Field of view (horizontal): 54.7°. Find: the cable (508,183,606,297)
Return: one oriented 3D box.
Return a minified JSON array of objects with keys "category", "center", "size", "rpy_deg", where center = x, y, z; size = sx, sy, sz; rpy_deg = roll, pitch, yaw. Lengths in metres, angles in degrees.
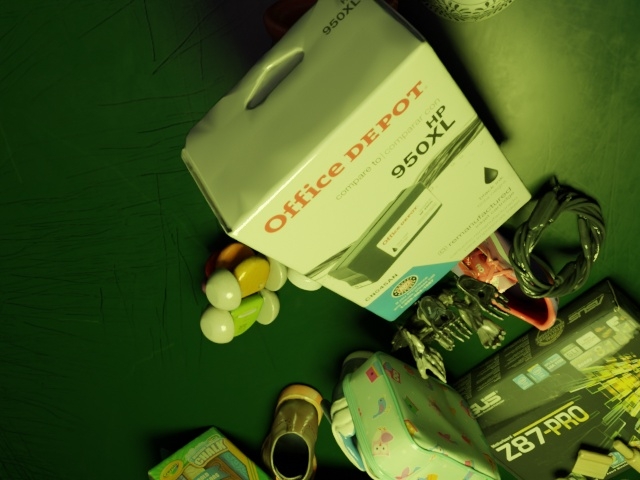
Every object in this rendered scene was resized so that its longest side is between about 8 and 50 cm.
[{"category":"cable","center":[0.376,0.013,0.982],"size":[0.150,0.047,0.185],"rpy_deg":[33,81,-23]}]

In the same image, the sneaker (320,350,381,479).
[{"category":"sneaker","center":[0.132,0.387,1.175],"size":[0.130,0.236,0.323],"rpy_deg":[-30,111,25]}]

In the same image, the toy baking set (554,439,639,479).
[{"category":"toy baking set","center":[0.549,0.470,1.154],"size":[0.256,0.030,0.197],"rpy_deg":[35,117,-12]}]

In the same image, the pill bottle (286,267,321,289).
[{"category":"pill bottle","center":[0.000,0.000,1.055],"size":[0.094,0.094,0.169],"rpy_deg":[21,121,-3]}]

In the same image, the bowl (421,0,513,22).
[{"category":"bowl","center":[0.199,-0.366,0.812],"size":[0.170,0.080,0.170],"rpy_deg":[5,122,8]}]

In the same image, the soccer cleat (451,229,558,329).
[{"category":"soccer cleat","center":[0.261,0.030,1.012],"size":[0.318,0.116,0.109],"rpy_deg":[33,120,-10]}]

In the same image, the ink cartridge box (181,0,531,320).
[{"category":"ink cartridge box","center":[0.067,-0.084,0.802],"size":[0.285,0.166,0.395],"rpy_deg":[-44,143,11]}]

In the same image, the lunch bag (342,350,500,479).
[{"category":"lunch bag","center":[0.167,0.314,1.031],"size":[0.108,0.224,0.279],"rpy_deg":[-44,127,16]}]

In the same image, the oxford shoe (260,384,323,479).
[{"category":"oxford shoe","center":[-0.075,0.482,1.330],"size":[0.129,0.133,0.364],"rpy_deg":[9,122,5]}]

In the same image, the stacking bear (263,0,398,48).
[{"category":"stacking bear","center":[0.012,-0.195,0.908],"size":[0.164,0.175,0.289],"rpy_deg":[19,135,27]}]

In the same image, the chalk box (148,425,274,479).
[{"category":"chalk box","center":[-0.247,0.551,1.347],"size":[0.289,0.179,0.180],"rpy_deg":[29,132,36]}]

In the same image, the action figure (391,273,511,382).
[{"category":"action figure","center":[0.206,0.147,1.007],"size":[0.164,0.276,0.141],"rpy_deg":[-34,78,-11]}]

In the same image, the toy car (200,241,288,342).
[{"category":"toy car","center":[-0.157,0.086,1.122],"size":[0.136,0.159,0.182],"rpy_deg":[36,128,30]}]

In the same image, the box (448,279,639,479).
[{"category":"box","center":[0.476,0.296,1.143],"size":[0.318,0.097,0.395],"rpy_deg":[41,120,-11]}]
